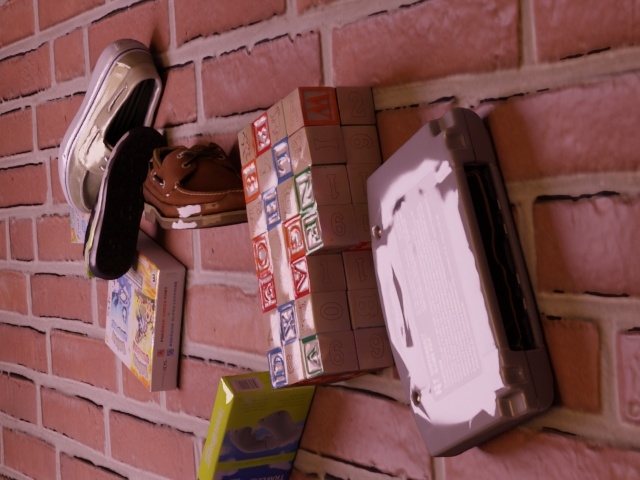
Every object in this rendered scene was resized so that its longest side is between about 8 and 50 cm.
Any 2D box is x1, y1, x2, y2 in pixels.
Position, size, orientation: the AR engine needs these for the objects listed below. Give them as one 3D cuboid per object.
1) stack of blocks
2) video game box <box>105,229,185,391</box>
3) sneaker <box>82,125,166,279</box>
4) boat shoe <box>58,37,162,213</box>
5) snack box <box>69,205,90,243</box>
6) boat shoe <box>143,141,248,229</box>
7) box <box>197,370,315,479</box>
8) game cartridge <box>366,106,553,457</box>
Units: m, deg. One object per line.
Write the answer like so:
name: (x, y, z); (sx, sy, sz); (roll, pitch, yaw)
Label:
stack of blocks: (0.000, 0.000, 1.628); (0.171, 0.087, 0.297); (-26, 69, 61)
video game box: (-0.258, 0.097, 2.200); (0.205, 0.048, 0.187); (33, 123, 58)
sneaker: (-0.295, -0.057, 2.163); (0.097, 0.084, 0.234); (26, 96, 60)
boat shoe: (-0.309, -0.149, 2.210); (0.094, 0.109, 0.302); (58, 139, 41)
snack box: (-0.361, -0.045, 2.398); (0.141, 0.037, 0.100); (3, 94, 64)
boat shoe: (-0.161, -0.072, 1.915); (0.307, 0.111, 0.104); (8, 101, 63)
box: (-0.080, 0.233, 1.789); (0.042, 0.109, 0.178); (54, 139, 44)
game cartridge: (0.122, 0.046, 1.432); (0.196, 0.060, 0.294); (-38, 59, 54)
